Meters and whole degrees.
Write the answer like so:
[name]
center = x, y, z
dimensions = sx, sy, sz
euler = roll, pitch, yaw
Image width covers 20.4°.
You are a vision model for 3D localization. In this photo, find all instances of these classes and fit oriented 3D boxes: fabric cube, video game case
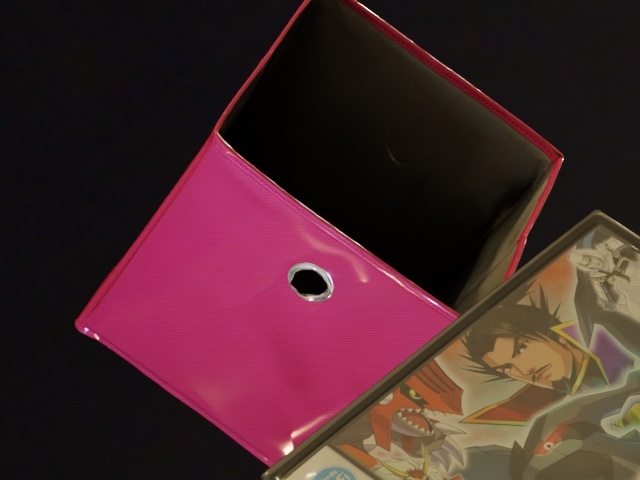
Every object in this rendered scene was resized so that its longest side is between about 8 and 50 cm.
[fabric cube]
center = 0.000, 0.000, 1.456
dimensions = 0.254, 0.258, 0.259
euler = 37, -139, -5
[video game case]
center = 0.151, 0.124, 0.952
dimensions = 0.275, 0.248, 0.035
euler = -37, -36, -25
